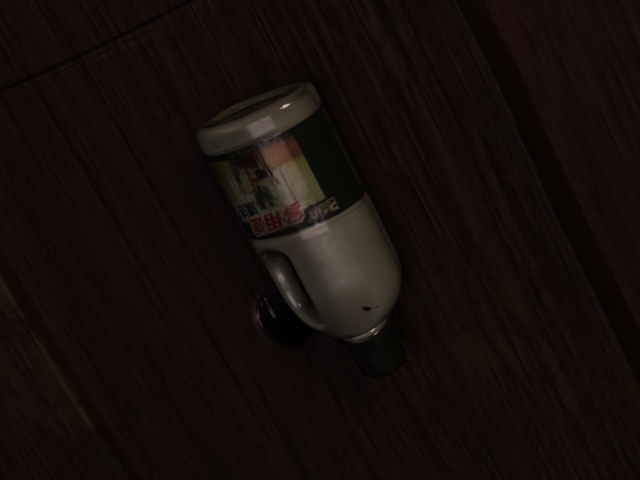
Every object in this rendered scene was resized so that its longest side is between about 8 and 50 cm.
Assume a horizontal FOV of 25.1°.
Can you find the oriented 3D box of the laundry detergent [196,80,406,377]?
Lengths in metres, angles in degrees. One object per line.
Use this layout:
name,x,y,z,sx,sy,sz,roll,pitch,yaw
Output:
laundry detergent,0.000,0.000,1.041,0.099,0.070,0.226,-19,109,25
